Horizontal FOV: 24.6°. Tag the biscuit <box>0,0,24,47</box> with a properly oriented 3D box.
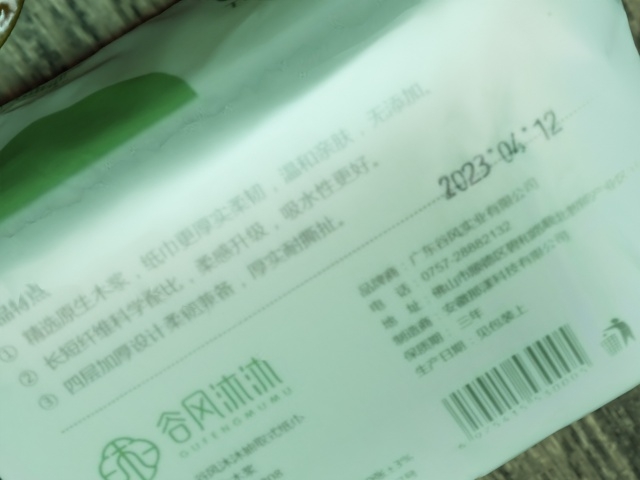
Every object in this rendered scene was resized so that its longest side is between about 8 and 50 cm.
[{"bbox_3d":[-0.260,-0.131,0.707,0.236,0.039,0.179,-2,113,-9],"label":"biscuit"}]

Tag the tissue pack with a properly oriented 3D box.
[{"bbox_3d":[-0.001,0.000,0.733,0.356,0.194,0.266,-31,117,5],"label":"tissue pack"}]
